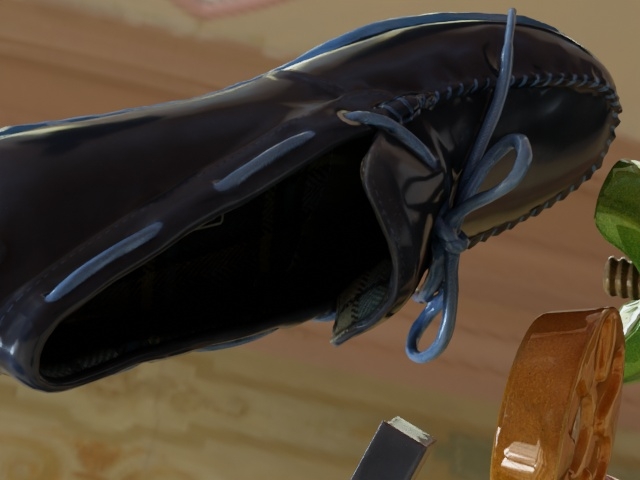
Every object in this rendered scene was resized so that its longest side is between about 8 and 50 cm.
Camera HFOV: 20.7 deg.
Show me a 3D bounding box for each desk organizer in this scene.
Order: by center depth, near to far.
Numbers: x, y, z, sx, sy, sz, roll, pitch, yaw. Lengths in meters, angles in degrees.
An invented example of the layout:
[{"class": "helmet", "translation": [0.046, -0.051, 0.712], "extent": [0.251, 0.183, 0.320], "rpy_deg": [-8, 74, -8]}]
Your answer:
[{"class": "desk organizer", "translation": [0.050, 0.222, 1.543], "extent": [0.047, 0.130, 0.050], "rpy_deg": [30, -170, 13]}]

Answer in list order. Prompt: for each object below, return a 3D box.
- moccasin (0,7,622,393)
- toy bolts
[{"class": "moccasin", "translation": [0.000, 0.000, 0.727], "extent": [0.342, 0.138, 0.117], "rpy_deg": [-20, -140, -28]}, {"class": "toy bolts", "translation": [0.174, 0.106, 0.722], "extent": [0.158, 0.228, 0.218], "rpy_deg": [10, -154, 21]}]
